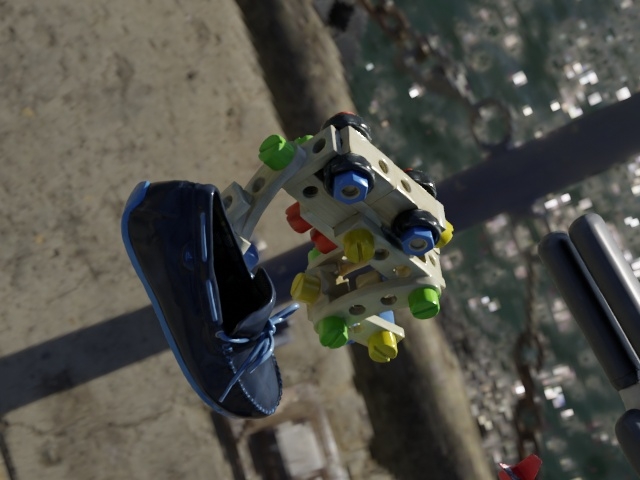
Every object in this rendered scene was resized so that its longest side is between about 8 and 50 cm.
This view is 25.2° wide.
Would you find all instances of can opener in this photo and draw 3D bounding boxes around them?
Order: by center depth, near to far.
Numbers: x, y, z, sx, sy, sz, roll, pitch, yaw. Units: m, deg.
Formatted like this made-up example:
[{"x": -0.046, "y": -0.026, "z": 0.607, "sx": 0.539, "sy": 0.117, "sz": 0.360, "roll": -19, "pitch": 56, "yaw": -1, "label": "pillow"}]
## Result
[{"x": 0.290, "y": 0.114, "z": 1.341, "sx": 0.095, "sy": 0.076, "sz": 0.283, "roll": -25, "pitch": 85, "yaw": -57, "label": "can opener"}]

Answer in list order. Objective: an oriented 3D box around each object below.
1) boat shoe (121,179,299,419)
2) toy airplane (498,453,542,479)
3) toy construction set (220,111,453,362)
[{"x": -0.078, "y": 0.060, "z": 1.181, "sx": 0.258, "sy": 0.089, "sz": 0.109, "roll": 62, "pitch": 28, "yaw": -43, "label": "boat shoe"}, {"x": 0.261, "y": 0.311, "z": 1.676, "sx": 0.151, "sy": 0.151, "sz": 0.028, "roll": 57, "pitch": 42, "yaw": -8, "label": "toy airplane"}, {"x": 0.000, "y": 0.000, "z": 1.376, "sx": 0.327, "sy": 0.215, "sz": 0.151, "roll": 25, "pitch": 42, "yaw": -48, "label": "toy construction set"}]
